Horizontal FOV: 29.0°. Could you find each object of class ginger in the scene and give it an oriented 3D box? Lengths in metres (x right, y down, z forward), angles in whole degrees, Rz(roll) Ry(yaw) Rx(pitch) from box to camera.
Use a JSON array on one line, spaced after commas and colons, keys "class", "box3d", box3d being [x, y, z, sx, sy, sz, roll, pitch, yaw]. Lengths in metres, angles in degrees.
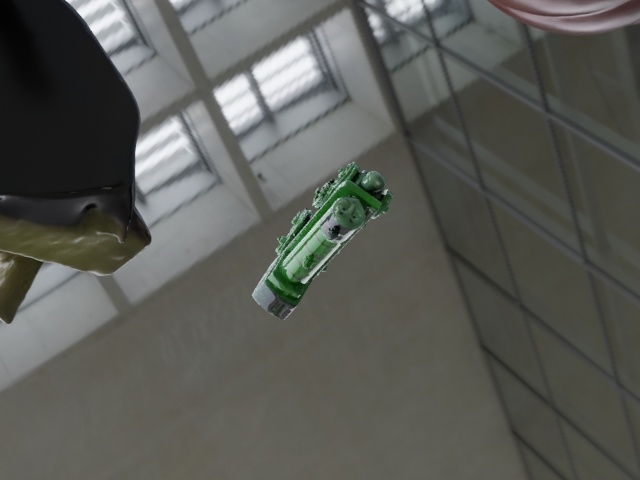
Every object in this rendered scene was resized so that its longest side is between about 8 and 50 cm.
[{"class": "ginger", "box3d": [-0.405, -0.113, 1.408, 0.358, 0.211, 0.413, -26, -95, -40]}]

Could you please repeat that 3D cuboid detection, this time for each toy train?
[{"class": "toy train", "box3d": [0.000, 0.000, 1.572, 0.251, 0.085, 0.119, -48, 7, 50]}]

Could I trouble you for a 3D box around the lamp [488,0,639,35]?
[{"class": "lamp", "box3d": [0.208, -0.293, 0.874, 0.303, 0.257, 0.303, -38, -31, -27]}]
